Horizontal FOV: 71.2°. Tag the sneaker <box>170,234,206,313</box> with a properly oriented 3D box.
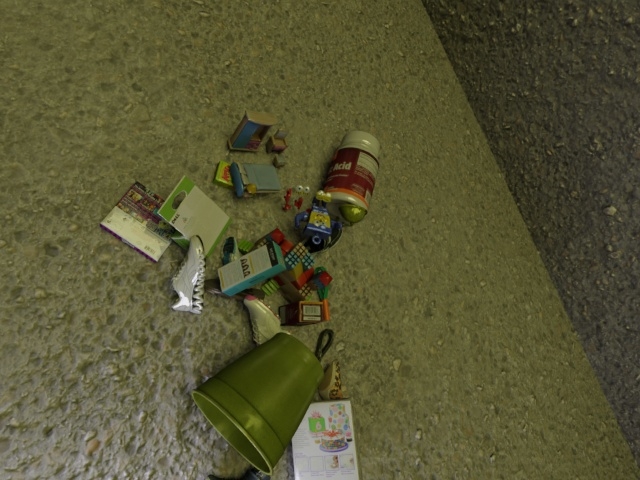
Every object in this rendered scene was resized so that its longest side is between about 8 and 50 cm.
[{"bbox_3d":[-0.466,0.123,1.575,0.118,0.110,0.293,4,106,-17],"label":"sneaker"}]

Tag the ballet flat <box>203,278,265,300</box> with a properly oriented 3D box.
[{"bbox_3d":[-0.333,0.203,1.716,0.249,0.058,0.084,16,24,-28],"label":"ballet flat"}]

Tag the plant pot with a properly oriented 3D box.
[{"bbox_3d":[-0.182,0.514,1.521,0.353,0.366,0.367,-43,99,-32],"label":"plant pot"}]

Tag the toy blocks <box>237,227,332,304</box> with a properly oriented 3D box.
[{"bbox_3d":[-0.126,0.099,1.753,0.381,0.260,0.191,48,57,-10],"label":"toy blocks"}]

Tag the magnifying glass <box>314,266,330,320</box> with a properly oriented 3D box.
[{"bbox_3d":[0.012,0.227,1.915,0.026,0.092,0.231,-9,91,-37],"label":"magnifying glass"}]

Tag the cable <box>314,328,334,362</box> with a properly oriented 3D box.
[{"bbox_3d":[-0.009,0.489,1.820,0.287,0.072,0.140,-40,103,-34],"label":"cable"}]

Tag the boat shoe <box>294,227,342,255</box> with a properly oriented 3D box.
[{"bbox_3d":[0.000,0.000,1.957,0.301,0.102,0.108,-27,90,-35],"label":"boat shoe"}]

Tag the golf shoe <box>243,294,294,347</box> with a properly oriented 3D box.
[{"bbox_3d":[-0.210,0.341,1.696,0.140,0.115,0.306,-44,114,-22],"label":"golf shoe"}]

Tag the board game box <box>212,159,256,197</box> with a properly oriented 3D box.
[{"bbox_3d":[-0.347,-0.253,1.856,0.181,0.043,0.092,20,66,-26],"label":"board game box"}]

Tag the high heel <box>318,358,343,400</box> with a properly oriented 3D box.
[{"bbox_3d":[0.084,0.634,1.829,0.186,0.093,0.262,26,66,-29],"label":"high heel"}]

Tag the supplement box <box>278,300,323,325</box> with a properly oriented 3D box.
[{"bbox_3d":[-0.079,0.292,1.765,0.104,0.188,0.081,8,72,-30],"label":"supplement box"}]

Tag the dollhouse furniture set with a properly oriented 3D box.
[{"bbox_3d":[-0.206,-0.335,1.830,0.286,0.198,0.304,-3,66,-37],"label":"dollhouse furniture set"}]

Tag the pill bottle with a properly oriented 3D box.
[{"bbox_3d":[0.146,-0.297,2.068,0.223,0.224,0.393,28,62,-22],"label":"pill bottle"}]

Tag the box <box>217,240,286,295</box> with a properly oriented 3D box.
[{"bbox_3d":[-0.251,0.104,1.623,0.060,0.244,0.101,44,23,-58],"label":"box"}]

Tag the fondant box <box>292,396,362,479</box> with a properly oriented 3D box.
[{"bbox_3d":[0.020,0.767,1.657,0.238,0.096,0.331,-9,77,12],"label":"fondant box"}]

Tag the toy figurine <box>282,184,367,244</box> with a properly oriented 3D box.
[{"bbox_3d":[0.008,-0.059,1.867,0.362,0.191,0.218,15,54,-15],"label":"toy figurine"}]

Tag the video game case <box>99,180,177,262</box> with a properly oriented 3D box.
[{"bbox_3d":[-0.633,-0.068,1.621,0.232,0.041,0.210,37,59,-17],"label":"video game case"}]

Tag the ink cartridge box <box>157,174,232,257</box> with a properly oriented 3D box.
[{"bbox_3d":[-0.476,-0.084,1.643,0.255,0.096,0.189,48,54,-34],"label":"ink cartridge box"}]

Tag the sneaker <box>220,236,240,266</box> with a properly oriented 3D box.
[{"bbox_3d":[-0.339,0.079,1.756,0.082,0.071,0.191,21,58,-54],"label":"sneaker"}]

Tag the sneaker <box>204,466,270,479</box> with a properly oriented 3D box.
[{"bbox_3d":[-0.275,0.818,1.534,0.226,0.086,0.163,47,67,-22],"label":"sneaker"}]
